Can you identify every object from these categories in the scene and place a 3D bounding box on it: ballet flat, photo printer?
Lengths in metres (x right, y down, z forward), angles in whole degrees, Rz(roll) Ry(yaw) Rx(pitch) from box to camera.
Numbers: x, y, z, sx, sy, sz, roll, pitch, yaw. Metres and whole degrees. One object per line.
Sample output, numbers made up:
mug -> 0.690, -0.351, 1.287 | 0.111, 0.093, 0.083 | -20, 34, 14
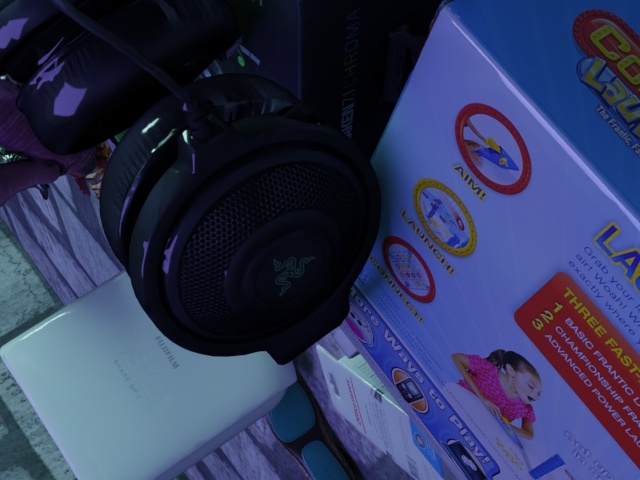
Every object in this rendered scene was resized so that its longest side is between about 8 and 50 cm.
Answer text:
ballet flat -> -0.024, 0.264, 1.197 | 0.206, 0.073, 0.067 | 63, 172, -1
photo printer -> -0.200, 0.156, 1.103 | 0.256, 0.307, 0.107 | 56, 167, 8

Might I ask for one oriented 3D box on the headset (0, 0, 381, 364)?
headset -> -0.052, -0.075, 0.451 | 0.243, 0.185, 0.394 | 52, 171, 13

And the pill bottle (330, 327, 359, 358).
pill bottle -> 0.000, 0.000, 0.752 | 0.193, 0.108, 0.108 | 54, 157, 12

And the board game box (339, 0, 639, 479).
board game box -> 0.142, 0.065, 0.451 | 0.308, 0.086, 0.302 | 52, 156, 13

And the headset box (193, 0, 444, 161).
headset box -> -0.037, -0.178, 0.574 | 0.283, 0.131, 0.246 | 45, 154, 29

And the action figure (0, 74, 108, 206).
action figure -> -0.375, -0.180, 1.084 | 0.275, 0.248, 0.370 | -9, 149, 34

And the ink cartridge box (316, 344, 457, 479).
ink cartridge box -> 0.079, 0.161, 0.856 | 0.180, 0.060, 0.104 | 34, 148, 45

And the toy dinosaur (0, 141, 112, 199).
toy dinosaur -> -0.401, -0.171, 1.337 | 0.218, 0.164, 0.322 | -36, 64, 52
